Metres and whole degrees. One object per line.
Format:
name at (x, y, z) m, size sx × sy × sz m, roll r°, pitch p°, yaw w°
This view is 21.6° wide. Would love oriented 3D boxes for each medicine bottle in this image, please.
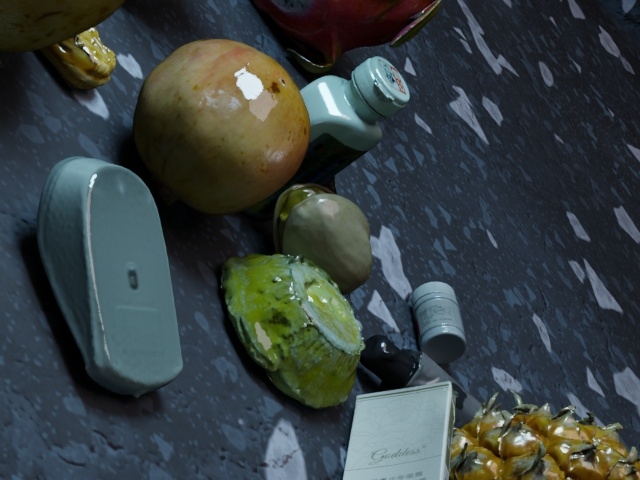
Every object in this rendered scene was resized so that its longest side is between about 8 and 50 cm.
medicine bottle at (-0.006, -0.116, 1.878) m, size 0.121 × 0.229 × 0.083 m, roll 19°, pitch 42°, yaw -53°
medicine bottle at (0.146, 0.102, 2.087) m, size 0.058 × 0.058 × 0.091 m, roll 38°, pitch 28°, yaw -34°

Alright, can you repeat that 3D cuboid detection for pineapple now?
pineapple at (0.304, 0.261, 1.819) m, size 0.344 × 0.286 × 0.209 m, roll 29°, pitch 65°, yaw -46°

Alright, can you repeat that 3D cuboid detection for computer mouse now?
computer mouse at (-0.195, 0.033, 1.523) m, size 0.128 × 0.079 × 0.230 m, roll 12°, pitch 63°, yaw -54°

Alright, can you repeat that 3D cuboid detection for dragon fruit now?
dragon fruit at (0.015, -0.373, 2.251) m, size 0.189 × 0.291 × 0.290 m, roll -41°, pitch 95°, yaw -36°

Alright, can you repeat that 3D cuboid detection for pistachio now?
pistachio at (0.000, 0.000, 1.878) m, size 0.149 × 0.113 × 0.113 m, roll 55°, pitch 20°, yaw -33°

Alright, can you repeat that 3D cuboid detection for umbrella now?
umbrella at (0.167, 0.218, 1.956) m, size 0.337 × 0.067 × 0.073 m, roll 43°, pitch 68°, yaw -26°

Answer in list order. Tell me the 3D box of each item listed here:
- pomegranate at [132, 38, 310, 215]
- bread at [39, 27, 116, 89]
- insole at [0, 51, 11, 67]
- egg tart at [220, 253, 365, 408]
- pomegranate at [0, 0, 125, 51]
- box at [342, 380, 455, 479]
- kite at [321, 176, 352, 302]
pomegranate at (-0.106, -0.117, 1.750) m, size 0.191 × 0.191 × 0.191 m, roll 42°, pitch 26°, yaw -26°
bread at (-0.259, -0.207, 1.756) m, size 0.110 × 0.044 × 0.083 m, roll 52°, pitch 22°, yaw 0°
insole at (-0.338, -0.256, 1.715) m, size 0.081 × 0.011 × 0.248 m, roll 36°, pitch 30°, yaw -31°
egg tart at (-0.018, 0.084, 1.778) m, size 0.197 × 0.078 × 0.197 m, roll 45°, pitch 24°, yaw -26°
pomegranate at (-0.288, -0.320, 1.581) m, size 0.307 × 0.307 × 0.307 m, roll 42°, pitch 26°, yaw -26°
box at (0.082, 0.219, 1.745) m, size 0.198 × 0.109 × 0.029 m, roll -76°, pitch 152°, yaw -60°
kite at (0.015, -0.044, 2.000) m, size 0.189 × 0.009 × 0.232 m, roll -146°, pitch -133°, yaw -73°
